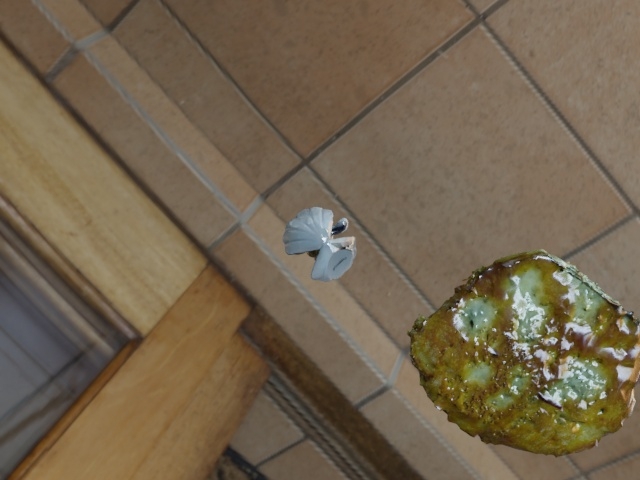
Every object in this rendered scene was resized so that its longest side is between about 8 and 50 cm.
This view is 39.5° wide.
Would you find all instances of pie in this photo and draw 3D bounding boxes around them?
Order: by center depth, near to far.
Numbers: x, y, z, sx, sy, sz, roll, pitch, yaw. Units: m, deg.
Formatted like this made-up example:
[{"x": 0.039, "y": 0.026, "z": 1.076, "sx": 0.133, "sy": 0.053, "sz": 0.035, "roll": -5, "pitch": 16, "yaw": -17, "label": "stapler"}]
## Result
[{"x": 0.301, "y": 0.169, "z": 1.294, "sx": 0.354, "sy": 0.103, "sz": 0.288, "roll": 32, "pitch": 102, "yaw": -11, "label": "pie"}]

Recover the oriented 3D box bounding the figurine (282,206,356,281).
[{"x": 0.000, "y": 0.000, "z": 1.215, "sx": 0.086, "sy": 0.094, "sz": 0.082, "roll": 41, "pitch": 170, "yaw": 35, "label": "figurine"}]
